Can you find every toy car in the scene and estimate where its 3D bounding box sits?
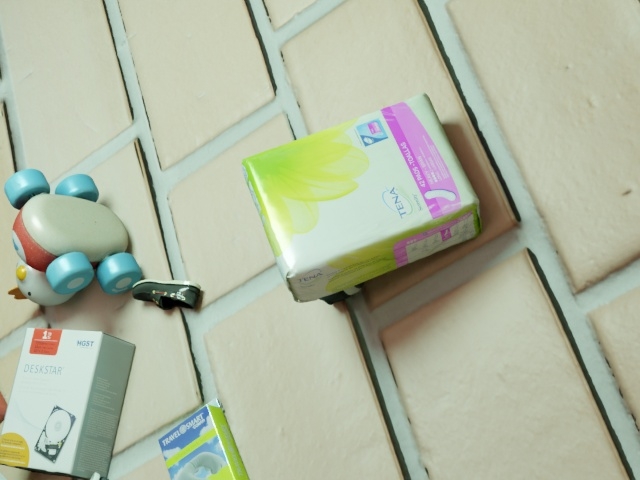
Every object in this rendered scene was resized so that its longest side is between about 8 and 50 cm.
[{"bbox_3d":[-0.466,0.038,1.992,0.238,0.210,0.219,-45,64,26],"label":"toy car"}]

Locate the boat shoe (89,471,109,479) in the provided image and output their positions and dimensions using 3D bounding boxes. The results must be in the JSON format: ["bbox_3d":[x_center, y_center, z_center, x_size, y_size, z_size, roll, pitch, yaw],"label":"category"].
[{"bbox_3d":[-0.351,0.511,1.780,0.114,0.091,0.303,142,142,-74],"label":"boat shoe"}]

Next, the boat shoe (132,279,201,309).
[{"bbox_3d":[-0.257,0.090,1.909,0.133,0.049,0.042,0,63,29],"label":"boat shoe"}]

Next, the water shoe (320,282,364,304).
[{"bbox_3d":[0.000,0.000,1.757,0.080,0.073,0.203,-32,56,23],"label":"water shoe"}]

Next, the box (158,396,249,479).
[{"bbox_3d":[-0.177,0.334,1.761,0.109,0.042,0.178,-37,56,16],"label":"box"}]

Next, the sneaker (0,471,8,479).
[{"bbox_3d":[-0.537,0.438,1.850,0.305,0.152,0.114,42,134,6],"label":"sneaker"}]

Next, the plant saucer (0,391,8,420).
[{"bbox_3d":[-0.717,0.287,2.104,0.258,0.047,0.259,-41,62,7],"label":"plant saucer"}]

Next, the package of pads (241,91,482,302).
[{"bbox_3d":[0.060,-0.058,1.665,0.296,0.101,0.229,-21,58,-1],"label":"package of pads"}]

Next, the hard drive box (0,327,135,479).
[{"bbox_3d":[-0.422,0.269,1.924,0.181,0.089,0.232,-1,70,33],"label":"hard drive box"}]
